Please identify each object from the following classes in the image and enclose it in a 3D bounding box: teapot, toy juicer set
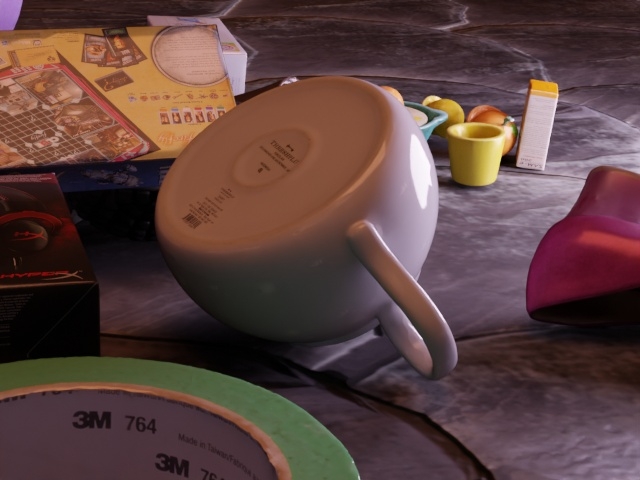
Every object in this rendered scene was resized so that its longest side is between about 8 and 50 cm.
[{"bbox_3d":[0.000,0.000,1.118,0.252,0.187,0.256,-11,39,25],"label":"teapot"},{"bbox_3d":[0.090,-0.156,1.664,0.329,0.090,0.209,10,24,22],"label":"toy juicer set"}]

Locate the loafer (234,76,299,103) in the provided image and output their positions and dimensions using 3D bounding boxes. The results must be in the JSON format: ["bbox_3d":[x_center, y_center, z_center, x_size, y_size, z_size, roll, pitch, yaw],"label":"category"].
[{"bbox_3d":[-0.035,-0.125,1.504,0.366,0.130,0.133,19,25,35],"label":"loafer"}]

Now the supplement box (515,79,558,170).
[{"bbox_3d":[0.266,-0.143,1.655,0.036,0.098,0.062,9,19,5],"label":"supplement box"}]

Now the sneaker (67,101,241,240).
[{"bbox_3d":[-0.115,-0.074,1.325,0.283,0.124,0.107,1,-25,-26],"label":"sneaker"}]

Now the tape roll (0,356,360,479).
[{"bbox_3d":[-0.136,0.167,0.771,0.321,0.077,0.321,3,20,-1],"label":"tape roll"}]

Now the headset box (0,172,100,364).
[{"bbox_3d":[-0.301,0.034,1.051,0.218,0.110,0.293,-3,21,-17],"label":"headset box"}]

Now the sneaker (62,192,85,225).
[{"bbox_3d":[-0.262,-0.099,1.320,0.123,0.178,0.295,11,21,17],"label":"sneaker"}]

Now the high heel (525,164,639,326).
[{"bbox_3d":[0.373,0.064,1.169,0.377,0.127,0.181,17,52,22],"label":"high heel"}]

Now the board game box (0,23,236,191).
[{"bbox_3d":[-0.202,-0.124,1.241,0.243,0.042,0.165,-4,57,-17],"label":"board game box"}]

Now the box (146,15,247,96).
[{"bbox_3d":[-0.167,-0.216,1.751,0.103,0.114,0.203,0,21,-15],"label":"box"}]

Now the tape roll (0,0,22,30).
[{"bbox_3d":[-0.536,-0.359,1.840,0.090,0.275,0.274,16,23,31],"label":"tape roll"}]
